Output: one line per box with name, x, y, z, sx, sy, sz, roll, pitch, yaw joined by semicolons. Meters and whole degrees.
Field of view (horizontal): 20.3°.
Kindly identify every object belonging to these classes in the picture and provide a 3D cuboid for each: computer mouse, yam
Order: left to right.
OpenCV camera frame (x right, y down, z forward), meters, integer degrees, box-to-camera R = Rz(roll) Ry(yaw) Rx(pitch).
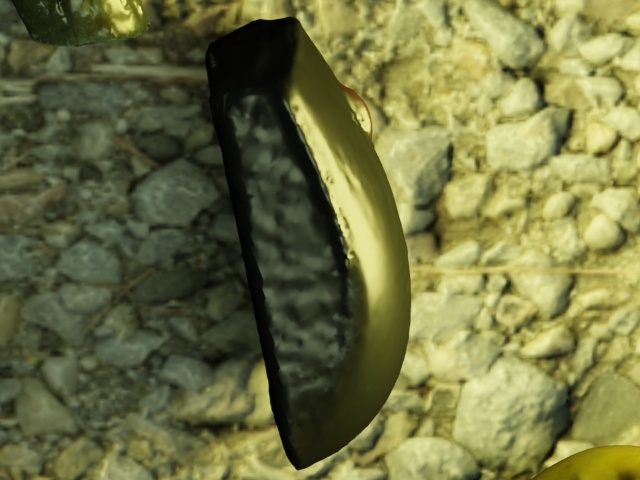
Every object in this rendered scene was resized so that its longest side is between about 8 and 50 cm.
yam;-0.161;-0.191;1.014;0.078;0.078;0.179;-24;114;-9
computer mouse;0.000;0.000;1.064;0.100;0.170;0.269;-12;108;-4

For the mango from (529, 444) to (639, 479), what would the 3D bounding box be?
mango;0.171;0.309;1.213;0.253;0.182;0.365;13;112;-23
